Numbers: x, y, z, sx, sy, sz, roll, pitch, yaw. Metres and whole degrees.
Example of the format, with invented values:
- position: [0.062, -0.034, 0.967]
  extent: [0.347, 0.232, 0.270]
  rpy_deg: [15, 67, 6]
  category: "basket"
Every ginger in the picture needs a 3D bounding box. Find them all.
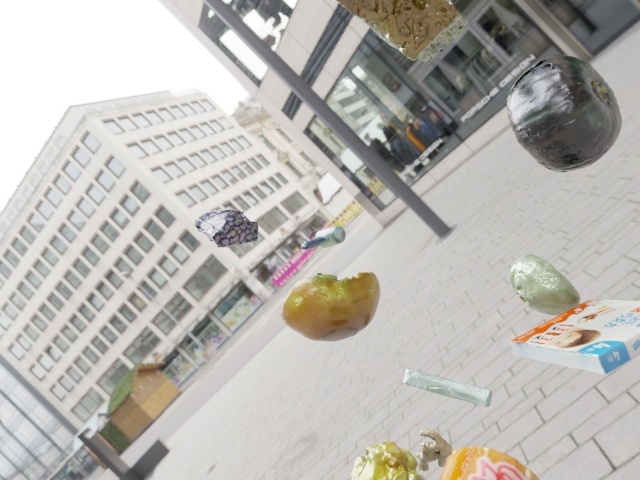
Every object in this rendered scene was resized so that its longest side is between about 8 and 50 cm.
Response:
- position: [0.492, 0.944, 1.933]
  extent: [0.065, 0.149, 0.259]
  rpy_deg: [-35, -43, -50]
  category: "ginger"

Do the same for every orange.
- position: [0.042, 0.211, 1.409]
  extent: [0.196, 0.334, 0.263]
  rpy_deg: [-108, 28, -44]
  category: "orange"

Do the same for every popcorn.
- position: [0.166, 0.705, 1.201]
  extent: [0.286, 0.215, 0.252]
  rpy_deg: [-56, -7, -27]
  category: "popcorn"

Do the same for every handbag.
- position: [-0.392, -0.053, 1.834]
  extent: [0.228, 0.207, 0.127]
  rpy_deg: [-16, -58, -37]
  category: "handbag"

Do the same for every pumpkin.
- position: [0.479, -0.248, 0.867]
  extent: [0.163, 0.233, 0.233]
  rpy_deg: [-30, 12, 45]
  category: "pumpkin"

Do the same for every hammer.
- position: [0.000, 0.000, 1.549]
  extent: [0.116, 0.070, 0.194]
  rpy_deg: [-16, 2, 40]
  category: "hammer"

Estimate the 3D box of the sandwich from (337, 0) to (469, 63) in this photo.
- position: [0.147, -0.495, 0.901]
  extent: [0.131, 0.325, 0.262]
  rpy_deg: [-50, 22, 31]
  category: "sandwich"

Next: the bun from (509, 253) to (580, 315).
- position: [0.613, 0.134, 1.225]
  extent: [0.118, 0.195, 0.195]
  rpy_deg: [-45, 1, 5]
  category: "bun"

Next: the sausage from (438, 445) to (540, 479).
- position: [0.290, 0.567, 0.795]
  extent: [0.233, 0.233, 0.287]
  rpy_deg: [-44, -5, 42]
  category: "sausage"

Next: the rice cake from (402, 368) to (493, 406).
- position: [0.464, 0.545, 1.638]
  extent: [0.336, 0.063, 0.066]
  rpy_deg: [3, 71, 37]
  category: "rice cake"

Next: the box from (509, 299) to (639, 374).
- position: [0.622, 0.205, 0.994]
  extent: [0.273, 0.048, 0.265]
  rpy_deg: [-20, -1, -17]
  category: "box"
